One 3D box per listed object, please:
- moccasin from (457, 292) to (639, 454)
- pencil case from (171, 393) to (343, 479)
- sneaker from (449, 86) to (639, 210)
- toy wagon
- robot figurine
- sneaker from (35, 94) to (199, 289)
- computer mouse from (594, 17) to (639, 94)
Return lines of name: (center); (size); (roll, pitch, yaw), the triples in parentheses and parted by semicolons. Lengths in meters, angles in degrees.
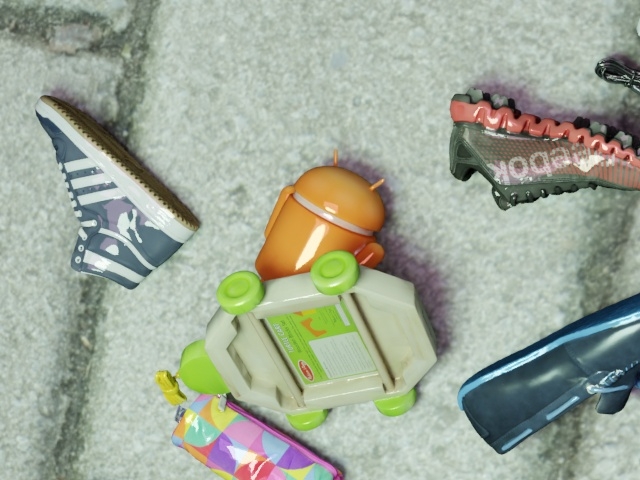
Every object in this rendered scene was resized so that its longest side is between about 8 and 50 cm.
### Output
moccasin: (0.332, 0.152, 1.555); (0.342, 0.138, 0.116); (-29, 88, 30)
pencil case: (-0.083, 0.281, 1.693); (0.236, 0.104, 0.104); (33, 101, 12)
sneaker: (0.276, -0.090, 1.564); (0.276, 0.097, 0.135); (17, 97, 18)
toy wagon: (-0.038, 0.132, 1.601); (0.344, 0.267, 0.068); (-12, 45, 14)
robot figurine: (0.002, 0.001, 1.638); (0.128, 0.158, 0.219); (25, 100, -13)
sneaker: (-0.312, -0.058, 1.749); (0.282, 0.099, 0.153); (43, 102, 8)
computer mouse: (0.411, -0.264, 1.543); (0.106, 0.042, 0.193); (26, 100, 16)
